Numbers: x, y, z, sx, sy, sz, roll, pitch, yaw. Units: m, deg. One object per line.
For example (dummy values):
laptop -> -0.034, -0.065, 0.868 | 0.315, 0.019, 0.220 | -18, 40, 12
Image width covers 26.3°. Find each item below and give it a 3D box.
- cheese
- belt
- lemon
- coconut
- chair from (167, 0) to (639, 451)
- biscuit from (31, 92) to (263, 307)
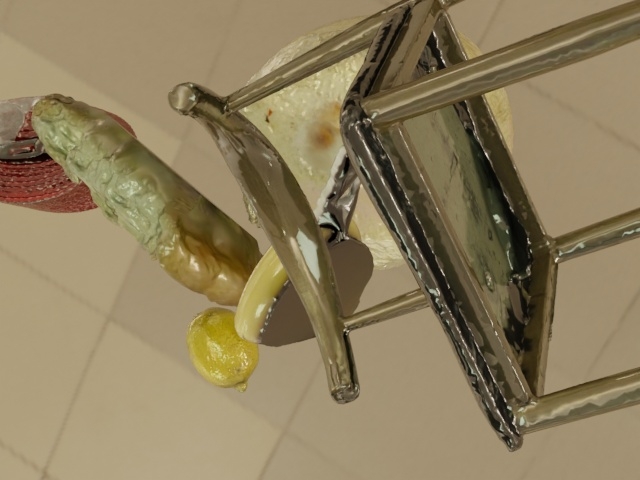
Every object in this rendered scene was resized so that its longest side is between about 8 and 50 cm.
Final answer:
cheese -> 0.000, 0.001, 0.848 | 0.036, 0.086, 0.162 | 56, 141, 31
belt -> -0.313, -0.098, 1.618 | 0.201, 0.124, 0.128 | -3, 83, 24
lemon -> -0.115, 0.132, 1.644 | 0.082, 0.082, 0.110 | -32, 88, 30
coconut -> 0.071, -0.111, 1.527 | 0.297, 0.254, 0.297 | 4, 100, 25
chair -> 0.070, -0.020, 0.609 | 0.272, 0.166, 0.188 | -19, 114, 22
biscuit -> -0.171, -0.047, 1.371 | 0.335, 0.329, 0.078 | 40, 91, 12
